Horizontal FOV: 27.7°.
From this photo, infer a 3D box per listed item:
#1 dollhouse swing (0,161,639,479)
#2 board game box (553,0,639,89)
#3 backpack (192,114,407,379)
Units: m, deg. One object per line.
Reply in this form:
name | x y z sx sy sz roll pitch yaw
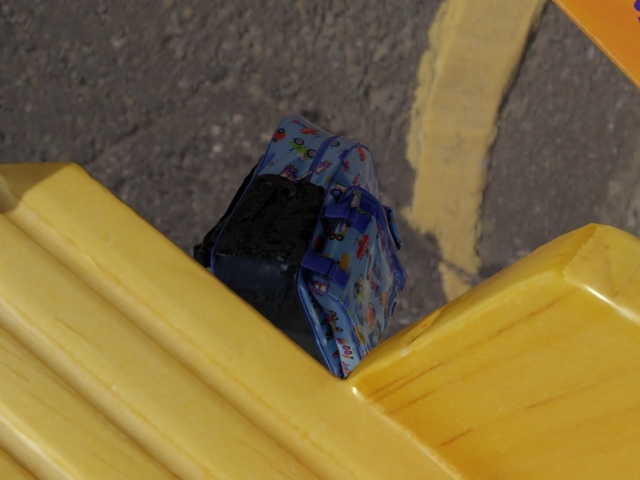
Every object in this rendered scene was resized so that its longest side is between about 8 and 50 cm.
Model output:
dollhouse swing | -0.074 0.101 0.400 0.305 0.347 0.315 46 153 -1
board game box | 0.261 -0.272 0.705 0.356 0.356 0.356 40 110 -20
backpack | 0.000 0.000 0.956 0.117 0.173 0.158 7 142 21
